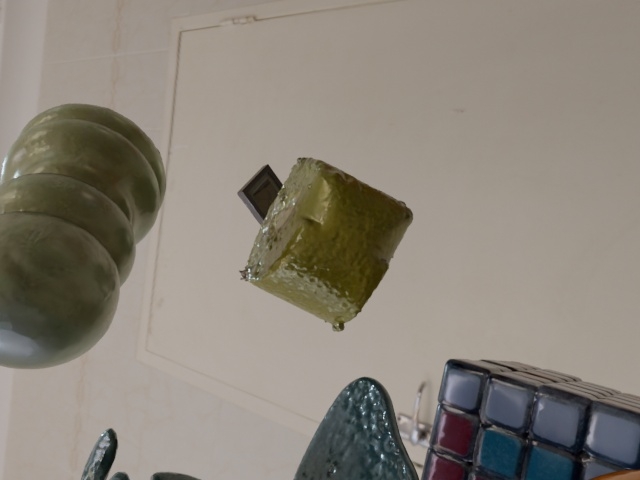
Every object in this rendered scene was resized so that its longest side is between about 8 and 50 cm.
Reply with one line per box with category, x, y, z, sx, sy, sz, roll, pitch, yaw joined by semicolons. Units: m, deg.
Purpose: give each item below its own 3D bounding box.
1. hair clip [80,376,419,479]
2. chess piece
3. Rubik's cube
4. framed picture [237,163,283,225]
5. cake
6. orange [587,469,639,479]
hair clip;-0.062;0.305;0.357;0.239;0.318;0.391;26;-88;-30
chess piece;-0.257;-0.008;0.512;0.330;0.183;0.182;-111;5;-58
Rubik's cube;0.313;0.327;0.650;0.293;0.292;0.286;19;-97;-51
framed picture;-0.125;-0.094;1.311;0.168;0.023;0.128;55;-133;-22
cake;0.000;0.000;0.645;0.156;0.260;0.179;25;-84;-12
orange;0.253;0.289;0.344;0.246;0.246;0.245;-18;-68;-53
